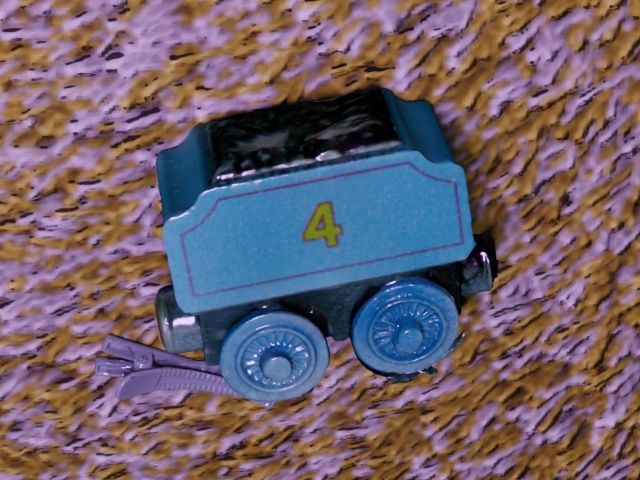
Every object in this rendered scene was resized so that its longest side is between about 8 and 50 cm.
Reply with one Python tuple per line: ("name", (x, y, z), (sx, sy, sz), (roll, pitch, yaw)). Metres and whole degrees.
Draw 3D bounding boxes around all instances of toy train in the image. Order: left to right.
("toy train", (0.000, 0.000, 1.108), (0.198, 0.107, 0.154), (-11, 121, -2))

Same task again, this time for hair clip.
("hair clip", (-0.077, 0.087, 1.198), (0.115, 0.039, 0.030), (8, 130, -20))
